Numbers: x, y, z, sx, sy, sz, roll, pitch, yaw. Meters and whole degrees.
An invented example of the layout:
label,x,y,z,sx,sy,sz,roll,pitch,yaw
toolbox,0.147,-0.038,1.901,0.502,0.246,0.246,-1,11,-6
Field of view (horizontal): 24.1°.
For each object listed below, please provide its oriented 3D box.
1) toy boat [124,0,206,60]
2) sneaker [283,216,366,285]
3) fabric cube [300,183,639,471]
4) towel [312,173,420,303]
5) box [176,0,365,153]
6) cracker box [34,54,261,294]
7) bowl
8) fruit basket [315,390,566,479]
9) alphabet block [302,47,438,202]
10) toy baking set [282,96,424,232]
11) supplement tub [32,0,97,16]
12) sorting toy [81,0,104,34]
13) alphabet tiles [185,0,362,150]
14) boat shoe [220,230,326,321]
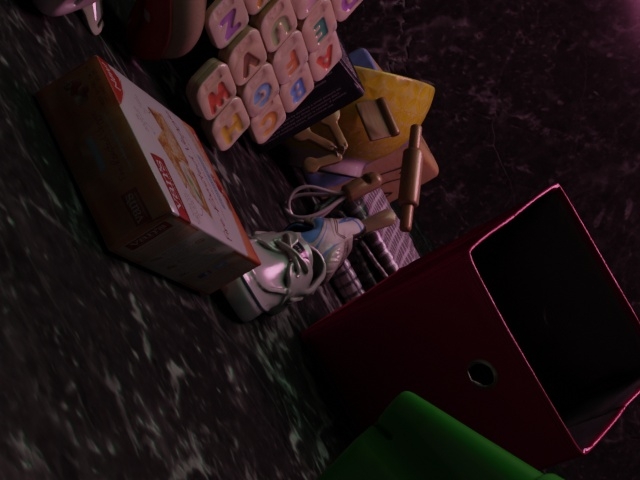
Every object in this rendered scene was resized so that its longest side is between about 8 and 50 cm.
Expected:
label,x,y,z,sx,sy,sz,roll,pitch,yaw
toy boat,-0.196,-0.303,1.604,0.151,0.151,0.231,-89,-177,-48
sneaker,0.000,0.000,1.909,0.086,0.085,0.237,36,12,4
fabric cube,0.186,0.127,1.720,0.259,0.258,0.254,-31,92,-53
towel,0.087,0.029,2.218,0.235,0.121,0.284,59,9,-7
box,-0.116,-0.329,1.992,0.294,0.183,0.296,50,14,-51
cracker box,-0.143,-0.050,1.297,0.156,0.067,0.232,63,9,17
bowl,0.017,-0.179,2.253,0.289,0.289,0.156,4,98,-80
fruit basket,0.153,0.337,1.199,0.392,0.283,0.392,44,1,-1
alphabet block,0.059,-0.171,2.490,0.193,0.192,0.197,66,11,21
toy baking set,0.047,-0.084,2.080,0.030,0.197,0.256,123,-28,-68
supplement tub,-0.241,-0.321,1.364,0.200,0.144,0.144,60,8,-3
sorting toy,-0.238,-0.251,1.540,0.083,0.045,0.075,-95,173,-71
alphabet tiles,-0.048,-0.240,1.786,0.021,0.284,0.278,33,-18,25
boat shoe,-0.051,0.024,1.535,0.095,0.084,0.258,61,8,3
